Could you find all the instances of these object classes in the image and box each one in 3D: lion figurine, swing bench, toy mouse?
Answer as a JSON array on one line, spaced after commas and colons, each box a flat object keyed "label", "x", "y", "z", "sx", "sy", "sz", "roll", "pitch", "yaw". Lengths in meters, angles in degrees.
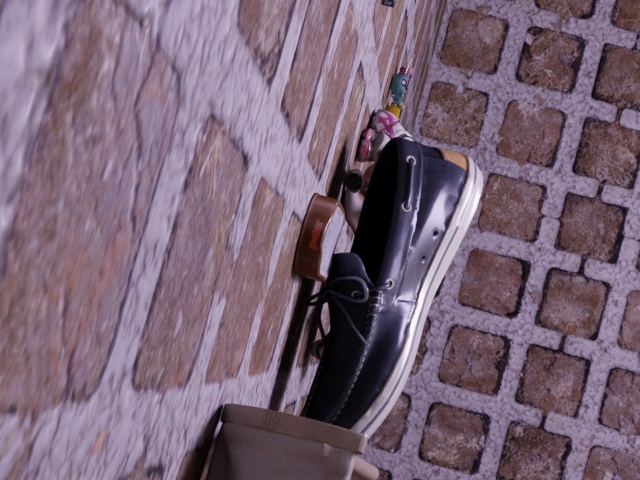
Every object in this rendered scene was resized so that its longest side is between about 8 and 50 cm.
[{"label": "lion figurine", "x": 0.080, "y": 0.039, "z": 1.730, "sx": 0.240, "sy": 0.142, "sz": 0.392, "roll": -93, "pitch": -167, "yaw": -86}, {"label": "swing bench", "x": -0.055, "y": 0.310, "z": 1.046, "sx": 0.254, "sy": 0.165, "sz": 0.253, "roll": 71, "pitch": 34, "yaw": -70}, {"label": "toy mouse", "x": 0.155, "y": -0.302, "z": 2.072, "sx": 0.161, "sy": 0.031, "sz": 0.143, "roll": -68, "pitch": 171, "yaw": -52}]

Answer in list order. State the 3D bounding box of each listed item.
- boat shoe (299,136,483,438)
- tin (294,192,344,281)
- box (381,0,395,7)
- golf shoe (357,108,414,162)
[{"label": "boat shoe", "x": 0.066, "y": 0.079, "z": 1.500, "sx": 0.500, "sy": 0.156, "sz": 0.187, "roll": -66, "pitch": -160, "yaw": -10}, {"label": "tin", "x": 0.000, "y": 0.000, "z": 1.372, "sx": 0.189, "sy": 0.040, "sz": 0.106, "roll": 46, "pitch": 63, "yaw": -83}, {"label": "box", "x": 0.108, "y": -0.384, "z": 1.503, "sx": 0.067, "sy": 0.018, "sz": 0.083, "roll": 93, "pitch": 14, "yaw": -64}, {"label": "golf shoe", "x": 0.116, "y": -0.168, "z": 1.789, "sx": 0.186, "sy": 0.086, "sz": 0.067, "roll": -67, "pitch": 168, "yaw": -63}]
